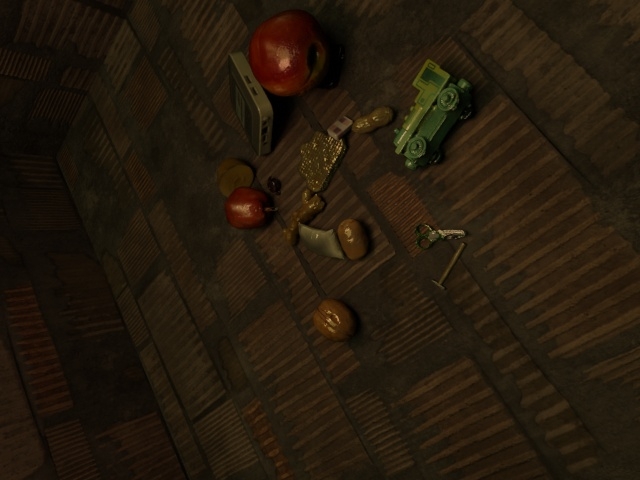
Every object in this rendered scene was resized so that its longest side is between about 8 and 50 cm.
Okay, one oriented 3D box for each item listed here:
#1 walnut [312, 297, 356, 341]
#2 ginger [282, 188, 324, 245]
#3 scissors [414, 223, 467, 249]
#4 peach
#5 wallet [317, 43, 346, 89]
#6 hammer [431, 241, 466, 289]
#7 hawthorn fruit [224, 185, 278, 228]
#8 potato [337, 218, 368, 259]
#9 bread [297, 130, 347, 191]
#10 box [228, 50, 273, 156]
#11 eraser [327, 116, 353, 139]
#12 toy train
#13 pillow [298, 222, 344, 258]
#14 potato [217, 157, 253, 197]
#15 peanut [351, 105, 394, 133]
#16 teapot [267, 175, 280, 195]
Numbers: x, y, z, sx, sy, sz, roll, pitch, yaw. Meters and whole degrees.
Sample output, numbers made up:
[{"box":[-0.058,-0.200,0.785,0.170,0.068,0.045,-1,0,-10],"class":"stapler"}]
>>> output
[{"box":[0.062,0.346,1.999,0.197,0.165,0.165,46,118,34],"class":"walnut"},{"box":[-0.086,-0.093,2.132,0.118,0.065,0.299,36,116,9],"class":"ginger"},{"box":[0.454,-0.021,1.761,0.204,0.027,0.101,-6,92,39],"class":"scissors"},{"box":[-0.134,-0.774,1.930,0.372,0.290,0.373,16,113,42],"class":"peach"},{"box":[-0.061,-0.788,2.088,0.377,0.051,0.197,18,101,34],"class":"wallet"},{"box":[0.489,0.091,1.751,0.062,0.013,0.199,37,113,29],"class":"hammer"},{"box":[-0.326,-0.150,2.236,0.299,0.211,0.211,7,97,28],"class":"hawthorn fruit"},{"box":[0.138,-0.007,1.944,0.118,0.109,0.178,-5,108,52],"class":"potato"},{"box":[-0.005,-0.369,2.066,0.207,0.056,0.286,44,116,23],"class":"bread"},{"box":[-0.330,-0.621,2.152,0.373,0.090,0.367,63,164,17],"class":"box"},{"box":[0.085,-0.478,1.974,0.105,0.026,0.065,-43,58,-13],"class":"eraser"},{"box":[0.395,-0.447,1.715,0.237,0.150,0.369,50,119,33],"class":"toy train"},{"box":[0.000,-0.001,2.028,0.254,0.078,0.144,14,125,51],"class":"pillow"},{"box":[-0.446,-0.343,2.346,0.158,0.178,0.203,62,150,34],"class":"potato"},{"box":[0.210,-0.484,1.882,0.187,0.082,0.082,-17,83,35],"class":"peanut"},{"box":[-0.223,-0.265,2.245,0.100,0.045,0.068,61,149,-3],"class":"teapot"}]
